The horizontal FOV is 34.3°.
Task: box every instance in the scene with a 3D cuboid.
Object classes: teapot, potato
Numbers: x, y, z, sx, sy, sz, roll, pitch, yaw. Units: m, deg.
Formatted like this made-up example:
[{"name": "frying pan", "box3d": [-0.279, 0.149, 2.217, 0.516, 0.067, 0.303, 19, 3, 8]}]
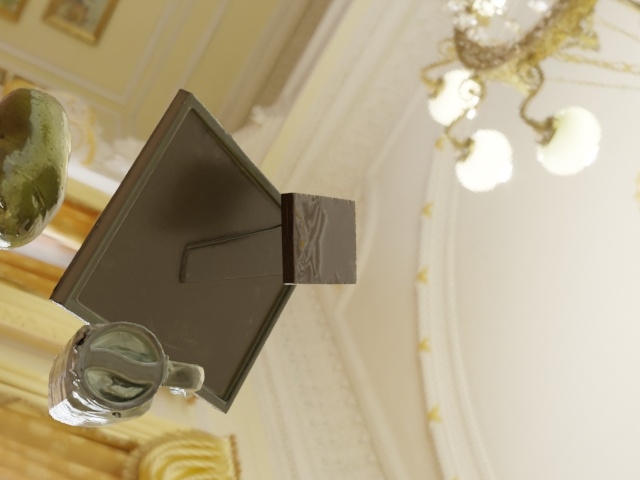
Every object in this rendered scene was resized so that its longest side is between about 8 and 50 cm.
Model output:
[{"name": "teapot", "box3d": [-0.164, 0.117, 0.859, 0.200, 0.107, 0.077, 148, -48, -68]}, {"name": "potato", "box3d": [-0.428, -0.103, 1.457, 0.169, 0.143, 0.248, -21, -129, 39]}]

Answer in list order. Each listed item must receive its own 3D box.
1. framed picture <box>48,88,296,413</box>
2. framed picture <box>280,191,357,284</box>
[{"name": "framed picture", "box3d": [-0.165, 0.035, 1.483, 0.028, 0.446, 0.326, 20, -107, 32]}, {"name": "framed picture", "box3d": [0.000, 0.000, 1.497, 0.023, 0.168, 0.128, -3, -94, 33]}]
